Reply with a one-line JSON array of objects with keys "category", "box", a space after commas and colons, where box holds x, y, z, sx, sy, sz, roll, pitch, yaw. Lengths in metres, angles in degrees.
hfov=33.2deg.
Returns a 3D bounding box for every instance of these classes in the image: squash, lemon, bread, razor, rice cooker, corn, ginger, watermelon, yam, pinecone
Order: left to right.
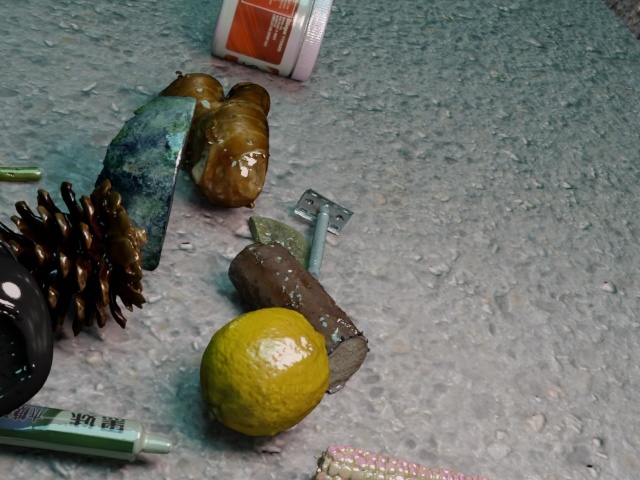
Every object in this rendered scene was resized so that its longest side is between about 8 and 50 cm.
[{"category": "rice cooker", "box": [-0.504, 0.122, 1.475, 0.267, 0.267, 0.224, -8, 20, -31]}, {"category": "squash", "box": [-0.560, -0.123, 1.978, 0.083, 0.027, 0.027, -3, 44, -26]}, {"category": "pinecone", "box": [-0.404, 0.027, 1.698, 0.264, 0.264, 0.264, 13, 39, -10]}, {"category": "watermelon", "box": [-0.318, -0.114, 1.927, 0.148, 0.318, 0.226, 15, -3, -1]}, {"category": "ginger", "box": [-0.213, -0.206, 2.121, 0.254, 0.176, 0.418, 6, 36, -12]}, {"category": "lemon", "box": [-0.088, 0.204, 1.669, 0.231, 0.192, 0.192, -33, 61, -28]}, {"category": "bread", "box": [-0.063, 0.019, 2.029, 0.112, 0.036, 0.193, 4, 42, -22]}, {"category": "yam", "box": [-0.036, 0.122, 1.843, 0.131, 0.131, 0.279, -16, 52, -38]}, {"category": "razor", "box": [0.000, 0.000, 2.027, 0.106, 0.068, 0.232, 27, 33, -13]}, {"category": "corn", "box": [0.142, 0.392, 1.619, 0.335, 0.126, 0.126, 15, 38, -2]}]

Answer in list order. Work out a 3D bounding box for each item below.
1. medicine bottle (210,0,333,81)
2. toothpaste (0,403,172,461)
[{"category": "medicine bottle", "box": [-0.110, -0.517, 2.473, 0.241, 0.252, 0.252, 16, 38, -5]}, {"category": "toothpaste", "box": [-0.409, 0.269, 1.549, 0.392, 0.061, 0.098, 10, 25, -9]}]
